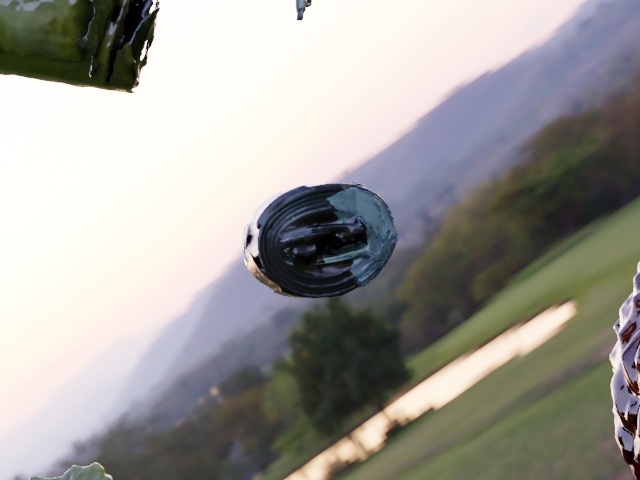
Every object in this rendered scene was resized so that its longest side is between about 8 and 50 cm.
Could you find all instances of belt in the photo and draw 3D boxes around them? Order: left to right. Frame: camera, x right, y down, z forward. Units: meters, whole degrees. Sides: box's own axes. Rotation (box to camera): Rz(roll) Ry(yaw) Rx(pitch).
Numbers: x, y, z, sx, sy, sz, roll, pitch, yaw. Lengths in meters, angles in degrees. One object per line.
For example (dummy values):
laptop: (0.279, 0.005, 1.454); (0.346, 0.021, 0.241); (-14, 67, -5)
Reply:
belt: (0.000, 0.000, 1.525); (0.140, 0.105, 0.058); (-15, 5, -18)

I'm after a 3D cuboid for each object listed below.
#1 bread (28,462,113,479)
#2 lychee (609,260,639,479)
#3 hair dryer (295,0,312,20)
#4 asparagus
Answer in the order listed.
bread: (-0.255, 0.402, 1.599); (0.251, 0.376, 0.208); (-5, -27, 31)
lychee: (0.464, 0.141, 1.556); (0.500, 0.425, 0.424); (-60, 4, -10)
hair dryer: (-0.022, -0.344, 1.718); (0.067, 0.167, 0.199); (0, 50, 21)
asparagus: (-0.318, -0.195, 1.378); (0.382, 0.128, 0.108); (6, -47, -14)
